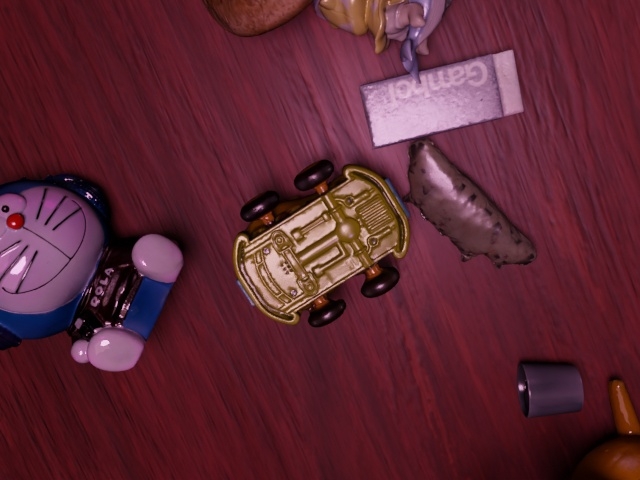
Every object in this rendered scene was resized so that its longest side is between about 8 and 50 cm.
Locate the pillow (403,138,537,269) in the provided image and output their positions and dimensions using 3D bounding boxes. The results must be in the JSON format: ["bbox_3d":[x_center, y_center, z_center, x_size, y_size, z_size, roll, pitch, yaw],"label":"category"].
[{"bbox_3d":[0.197,-0.037,0.919,0.241,0.051,0.093,44,113,-6],"label":"pillow"}]

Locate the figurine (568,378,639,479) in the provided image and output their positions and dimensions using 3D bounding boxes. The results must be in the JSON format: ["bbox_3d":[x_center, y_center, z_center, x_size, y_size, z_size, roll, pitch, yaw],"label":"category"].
[{"bbox_3d":[0.366,0.401,0.838,0.387,0.401,0.268,-35,55,-19],"label":"figurine"}]

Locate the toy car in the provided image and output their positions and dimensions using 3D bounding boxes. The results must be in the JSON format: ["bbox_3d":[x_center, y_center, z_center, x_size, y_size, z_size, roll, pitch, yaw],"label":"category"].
[{"bbox_3d":[0.000,0.000,0.909,0.248,0.142,0.200,-28,97,2],"label":"toy car"}]

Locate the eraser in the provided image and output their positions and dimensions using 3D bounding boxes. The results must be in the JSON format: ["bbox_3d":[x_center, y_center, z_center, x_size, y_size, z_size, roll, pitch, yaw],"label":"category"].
[{"bbox_3d":[0.164,-0.195,0.895,0.212,0.046,0.092,-13,99,10],"label":"eraser"}]

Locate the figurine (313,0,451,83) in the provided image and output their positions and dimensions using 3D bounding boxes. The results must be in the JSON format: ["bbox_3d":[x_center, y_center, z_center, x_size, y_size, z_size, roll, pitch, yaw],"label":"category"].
[{"bbox_3d":[0.084,-0.308,0.835,0.184,0.128,0.208,-17,80,13],"label":"figurine"}]

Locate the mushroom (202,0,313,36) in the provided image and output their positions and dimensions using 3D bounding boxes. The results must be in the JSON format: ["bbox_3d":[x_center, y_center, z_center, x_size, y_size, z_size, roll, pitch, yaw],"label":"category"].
[{"bbox_3d":[-0.059,-0.386,0.804,0.278,0.146,0.278,-18,62,38],"label":"mushroom"}]

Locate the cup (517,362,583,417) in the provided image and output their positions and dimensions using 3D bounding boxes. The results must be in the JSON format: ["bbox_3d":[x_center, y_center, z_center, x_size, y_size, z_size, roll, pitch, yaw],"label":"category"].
[{"bbox_3d":[0.334,0.225,0.949,0.077,0.078,0.100,-3,135,4],"label":"cup"}]

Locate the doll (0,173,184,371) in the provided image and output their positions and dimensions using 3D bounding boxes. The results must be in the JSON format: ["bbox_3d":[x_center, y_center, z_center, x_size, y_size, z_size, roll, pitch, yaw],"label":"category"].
[{"bbox_3d":[-0.377,0.044,0.930,0.310,0.240,0.284,25,63,-11],"label":"doll"}]
